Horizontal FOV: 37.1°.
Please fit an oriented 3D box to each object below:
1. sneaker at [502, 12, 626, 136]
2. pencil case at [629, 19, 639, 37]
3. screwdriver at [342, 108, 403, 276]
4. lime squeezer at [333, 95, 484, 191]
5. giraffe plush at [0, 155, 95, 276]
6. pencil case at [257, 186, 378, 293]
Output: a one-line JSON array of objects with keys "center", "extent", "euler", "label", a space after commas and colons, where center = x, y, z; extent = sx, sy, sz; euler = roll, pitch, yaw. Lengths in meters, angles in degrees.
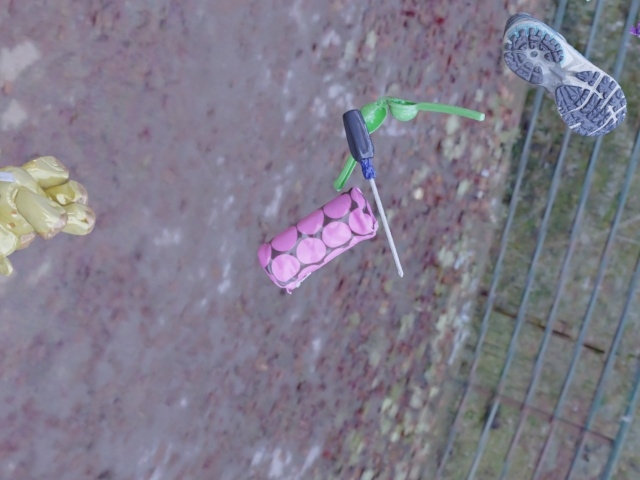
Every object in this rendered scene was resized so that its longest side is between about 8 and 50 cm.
[{"center": [0.425, -0.297, 1.647], "extent": [0.283, 0.110, 0.122], "euler": [38, 31, -25], "label": "sneaker"}, {"center": [0.675, -0.351, 1.749], "extent": [0.088, 0.206, 0.086], "euler": [-38, -163, 49], "label": "pencil case"}, {"center": [0.054, -0.047, 0.919], "extent": [0.025, 0.024, 0.170], "euler": [118, -45, -78], "label": "screwdriver"}, {"center": [0.118, -0.187, 1.548], "extent": [0.059, 0.310, 0.110], "euler": [12, 63, -46], "label": "lime squeezer"}, {"center": [-0.510, -0.036, 1.593], "extent": [0.210, 0.181, 0.170], "euler": [15, 125, -46], "label": "giraffe plush"}, {"center": [0.000, 0.000, 1.629], "extent": [0.209, 0.098, 0.095], "euler": [-33, 178, 12], "label": "pencil case"}]
